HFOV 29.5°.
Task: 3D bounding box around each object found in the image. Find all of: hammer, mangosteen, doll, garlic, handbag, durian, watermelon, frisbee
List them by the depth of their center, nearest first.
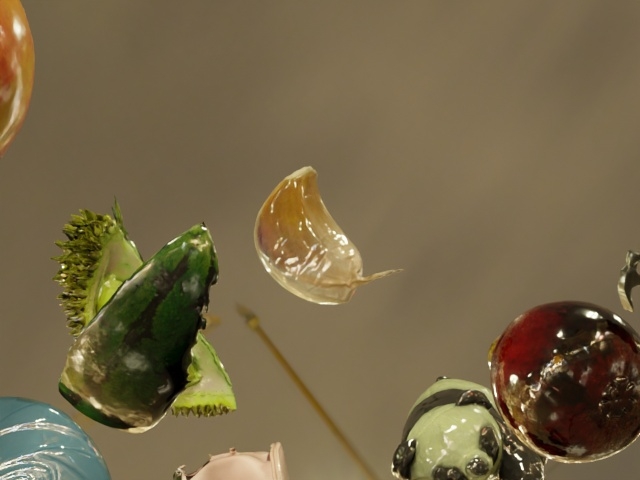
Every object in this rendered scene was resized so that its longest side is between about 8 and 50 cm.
[{"bbox_3d":[0.182,0.104,0.922,0.140,0.140,0.140,-28,-31,-19],"label":"mangosteen"},{"bbox_3d":[-0.074,0.297,1.144,0.116,0.205,0.179,-9,9,-3],"label":"handbag"},{"bbox_3d":[0.144,0.218,1.255,0.143,0.135,0.234,-33,-1,12],"label":"doll"},{"bbox_3d":[-0.190,0.111,1.270,0.301,0.123,0.129,-57,8,35],"label":"watermelon"},{"bbox_3d":[-0.389,0.336,1.483,0.289,0.289,0.049,-43,-14,6],"label":"frisbee"},{"bbox_3d":[-0.001,0.013,1.490,0.128,0.198,0.090,-48,-32,14],"label":"garlic"},{"bbox_3d":[0.459,0.058,1.570,0.201,0.021,0.078,6,-76,-32],"label":"hammer"},{"bbox_3d":[-0.263,0.116,1.715,0.169,0.351,0.158,-32,10,1],"label":"durian"}]

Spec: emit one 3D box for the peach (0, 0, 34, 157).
[{"bbox_3d":[-0.534,-0.229,1.460,0.388,0.388,0.388,-28,-31,-19],"label":"peach"}]
